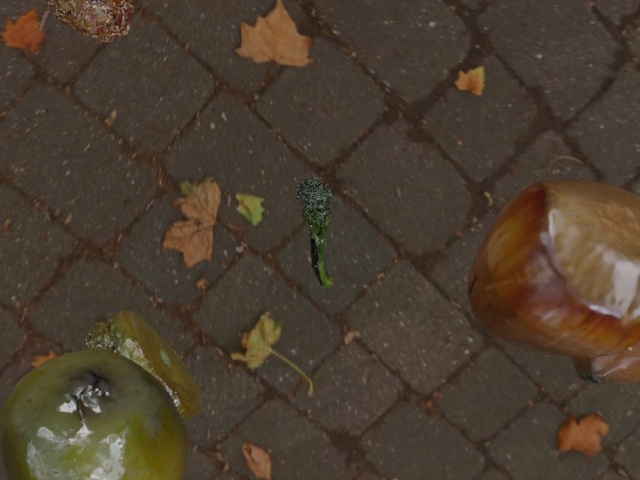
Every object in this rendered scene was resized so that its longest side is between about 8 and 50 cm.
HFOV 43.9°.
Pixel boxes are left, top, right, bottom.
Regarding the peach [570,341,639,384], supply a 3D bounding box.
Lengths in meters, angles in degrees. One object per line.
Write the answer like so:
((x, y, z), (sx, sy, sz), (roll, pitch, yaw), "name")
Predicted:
((0.373, 0.072, 0.963), (0.232, 0.232, 0.232), (-3, 110, -7), "peach")

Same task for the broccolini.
((0.000, 0.000, 1.165), (0.054, 0.051, 0.239), (-12, 140, -4), "broccolini")

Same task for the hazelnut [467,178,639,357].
((0.191, 0.024, 0.619), (0.150, 0.150, 0.150), (-3, 110, -7), "hazelnut")

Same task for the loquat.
((-0.180, 0.173, 0.652), (0.152, 0.152, 0.195), (-9, 138, -5), "loquat")

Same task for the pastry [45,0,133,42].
((-0.346, -0.345, 1.116), (0.169, 0.063, 0.087), (37, 105, -2), "pastry")

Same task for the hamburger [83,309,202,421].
((-0.274, 0.201, 1.177), (0.122, 0.189, 0.215), (-33, 109, 0), "hamburger")
